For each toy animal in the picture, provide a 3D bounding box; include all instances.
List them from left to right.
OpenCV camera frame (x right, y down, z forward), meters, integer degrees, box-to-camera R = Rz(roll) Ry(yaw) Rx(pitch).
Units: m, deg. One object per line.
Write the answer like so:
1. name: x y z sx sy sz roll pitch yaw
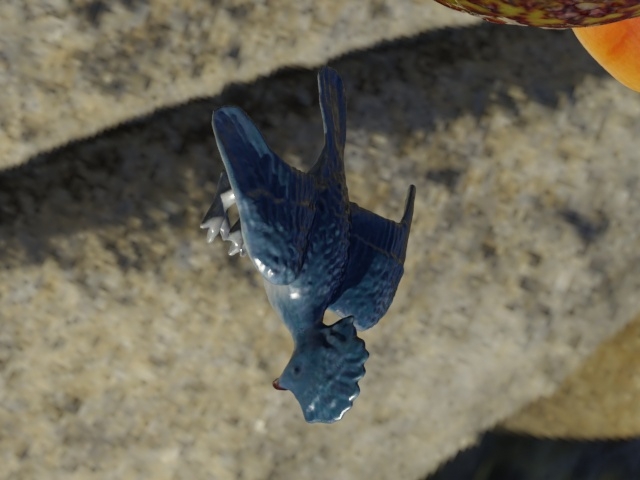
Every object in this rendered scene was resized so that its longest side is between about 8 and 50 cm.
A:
1. toy animal: 0.000 0.000 1.336 0.239 0.176 0.255 22 87 -56

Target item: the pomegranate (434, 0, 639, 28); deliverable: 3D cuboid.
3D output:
1. pomegranate: 0.106 -0.149 0.495 0.214 0.248 0.214 -158 -90 -85

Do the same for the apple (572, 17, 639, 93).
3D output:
1. apple: 0.216 -0.173 1.028 0.199 0.199 0.199 -28 130 -41
